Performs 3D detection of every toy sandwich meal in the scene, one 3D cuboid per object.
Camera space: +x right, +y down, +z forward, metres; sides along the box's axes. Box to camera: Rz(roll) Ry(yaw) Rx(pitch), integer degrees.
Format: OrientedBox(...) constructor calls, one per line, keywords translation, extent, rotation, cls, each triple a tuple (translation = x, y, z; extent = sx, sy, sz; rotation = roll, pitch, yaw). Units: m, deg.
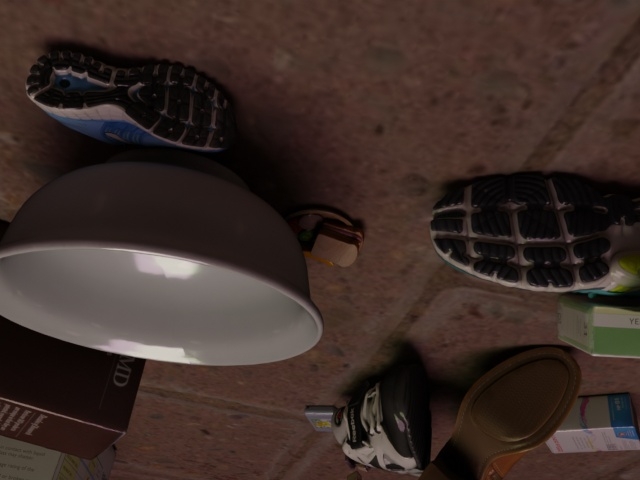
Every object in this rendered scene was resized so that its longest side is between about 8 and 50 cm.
OrientedBox(translation=(0.000, 0.000, 0.697), extent=(0.086, 0.029, 0.085), rotation=(5, 145, 4), cls="toy sandwich meal")

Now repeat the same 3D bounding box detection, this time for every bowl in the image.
OrientedBox(translation=(-0.139, 0.010, 0.629), extent=(0.298, 0.134, 0.298), rotation=(5, 155, 2), cls="bowl")

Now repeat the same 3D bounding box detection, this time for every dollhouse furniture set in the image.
OrientedBox(translation=(0.094, 0.417, 1.212), extent=(0.081, 0.114, 0.091), rotation=(-10, 140, 17), cls="dollhouse furniture set")

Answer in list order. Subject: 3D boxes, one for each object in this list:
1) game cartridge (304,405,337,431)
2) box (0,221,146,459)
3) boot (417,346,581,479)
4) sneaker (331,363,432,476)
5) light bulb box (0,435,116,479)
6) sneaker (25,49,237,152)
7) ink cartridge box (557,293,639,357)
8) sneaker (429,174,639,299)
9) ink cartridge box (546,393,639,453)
OrientedBox(translation=(0.011, 0.289, 1.127), extent=(0.056, 0.017, 0.083), rotation=(-7, 143, 13), cls="game cartridge")
OrientedBox(translation=(-0.382, 0.085, 0.753), extent=(0.382, 0.191, 0.143), rotation=(24, 142, -23), cls="box")
OrientedBox(translation=(0.250, 0.259, 0.944), extent=(0.109, 0.283, 0.220), rotation=(36, -172, 26), cls="boot")
OrientedBox(translation=(0.081, 0.261, 0.977), extent=(0.146, 0.122, 0.330), rotation=(4, 149, 11), cls="sneaker")
OrientedBox(translation=(-0.527, 0.464, 1.179), extent=(0.226, 0.360, 0.357), rotation=(10, 145, 0), cls="light bulb box")
OrientedBox(translation=(-0.146, -0.105, 0.565), extent=(0.162, 0.063, 0.073), rotation=(15, 164, -5), cls="sneaker")
OrientedBox(translation=(0.328, 0.082, 0.624), extent=(0.171, 0.056, 0.235), rotation=(2, -179, 4), cls="ink cartridge box")
OrientedBox(translation=(0.230, 0.016, 0.620), extent=(0.276, 0.107, 0.110), rotation=(8, 155, 0), cls="sneaker")
OrientedBox(translation=(0.376, 0.258, 0.979), extent=(0.123, 0.052, 0.088), rotation=(-12, 141, 24), cls="ink cartridge box")
